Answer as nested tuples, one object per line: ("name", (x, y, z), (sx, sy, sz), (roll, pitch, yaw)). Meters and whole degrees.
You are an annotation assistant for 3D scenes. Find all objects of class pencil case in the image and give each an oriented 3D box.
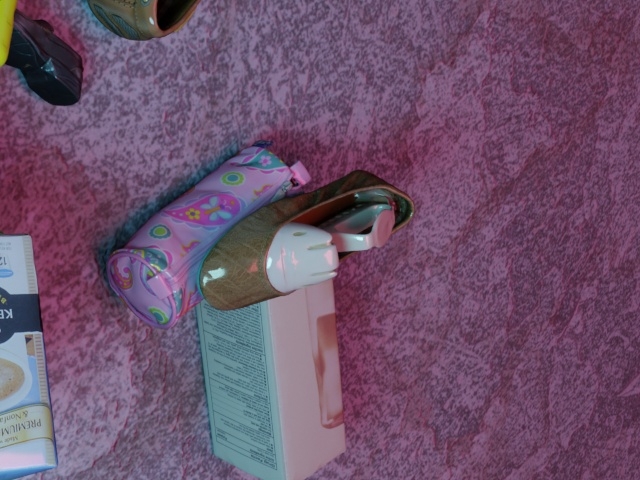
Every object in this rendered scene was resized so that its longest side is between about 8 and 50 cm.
("pencil case", (-0.135, -0.010, 1.932), (0.284, 0.124, 0.124), (-40, 131, -36))

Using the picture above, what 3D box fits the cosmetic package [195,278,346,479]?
("cosmetic package", (-0.065, 0.159, 2.056), (0.129, 0.153, 0.296), (-27, 124, -41))

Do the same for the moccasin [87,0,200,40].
("moccasin", (-0.121, -0.393, 1.791), (0.380, 0.147, 0.139), (-55, 138, -21))

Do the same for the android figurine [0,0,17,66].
("android figurine", (-0.417, -0.223, 1.470), (0.248, 0.056, 0.273), (14, 66, -17))

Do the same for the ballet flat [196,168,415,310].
("ballet flat", (0.000, 0.000, 1.911), (0.342, 0.124, 0.116), (-25, 117, -46))

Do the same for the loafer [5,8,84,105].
("loafer", (-0.320, -0.219, 1.700), (0.170, 0.062, 0.061), (52, 41, -49))

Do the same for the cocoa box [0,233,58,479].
("cocoa box", (-0.452, 0.130, 1.419), (0.347, 0.231, 0.228), (-1, 77, -37))

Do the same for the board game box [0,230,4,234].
("board game box", (-0.473, 0.120, 1.642), (0.213, 0.046, 0.317), (16, 91, -52))
